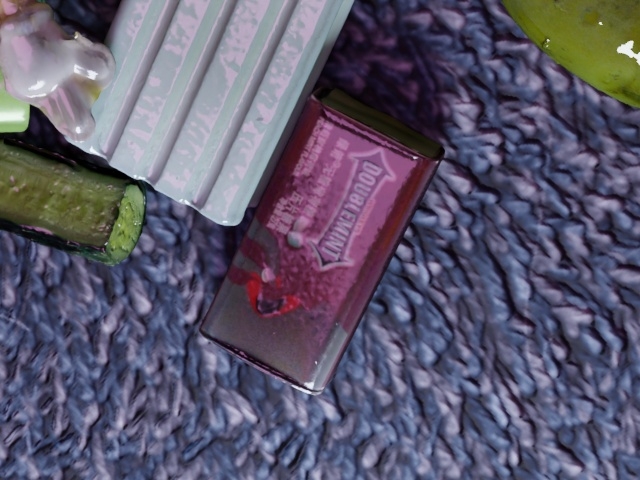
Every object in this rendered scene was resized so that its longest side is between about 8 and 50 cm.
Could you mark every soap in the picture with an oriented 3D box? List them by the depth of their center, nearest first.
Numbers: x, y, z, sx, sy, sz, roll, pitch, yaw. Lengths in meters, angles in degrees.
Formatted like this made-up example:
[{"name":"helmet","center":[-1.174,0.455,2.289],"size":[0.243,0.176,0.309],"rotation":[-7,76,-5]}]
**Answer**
[{"name":"soap","center":[-0.074,-0.165,1.555],"size":[0.160,0.087,0.265],"rotation":[27,110,6]}]

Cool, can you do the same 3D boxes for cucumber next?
[{"name":"cucumber","center":[-0.252,-0.041,1.655],"size":[0.211,0.062,0.078],"rotation":[16,78,17]}]

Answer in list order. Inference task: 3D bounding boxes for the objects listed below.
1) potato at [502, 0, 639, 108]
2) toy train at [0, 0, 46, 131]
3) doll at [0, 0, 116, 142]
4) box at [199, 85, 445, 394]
[{"name":"potato","center":[0.271,-0.188,1.398],"size":[0.304,0.216,0.216],"rotation":[23,109,17]},{"name":"toy train","center":[-0.341,-0.147,1.569],"size":[0.253,0.105,0.157],"rotation":[-3,83,-17]},{"name":"doll","center":[-0.323,-0.221,1.460],"size":[0.423,0.161,0.348],"rotation":[-11,101,-17]},{"name":"box","center":[0.000,0.000,1.592],"size":[0.120,0.069,0.224],"rotation":[29,108,5]}]
